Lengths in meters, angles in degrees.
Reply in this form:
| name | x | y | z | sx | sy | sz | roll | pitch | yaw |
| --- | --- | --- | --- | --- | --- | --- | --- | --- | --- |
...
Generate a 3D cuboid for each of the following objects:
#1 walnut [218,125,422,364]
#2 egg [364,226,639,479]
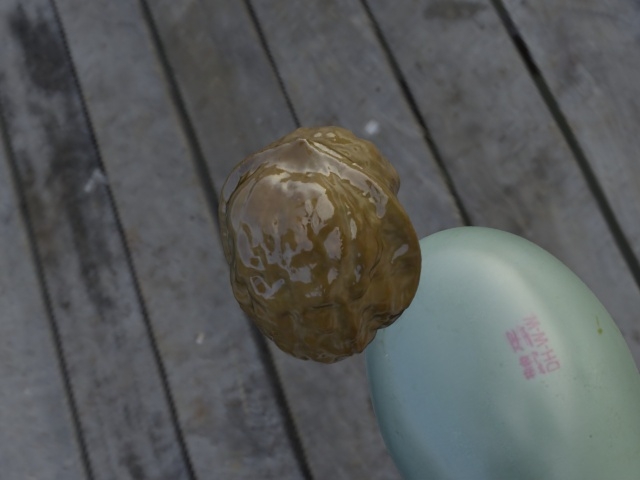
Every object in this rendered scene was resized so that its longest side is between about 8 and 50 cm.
| name | x | y | z | sx | sy | sz | roll | pitch | yaw |
| --- | --- | --- | --- | --- | --- | --- | --- | --- | --- |
| walnut | 0.000 | 0.000 | 0.537 | 0.083 | 0.096 | 0.079 | 2 | 36 | 19 |
| egg | 0.176 | 0.163 | 1.187 | 0.230 | 0.230 | 0.371 | -28 | 88 | 21 |
